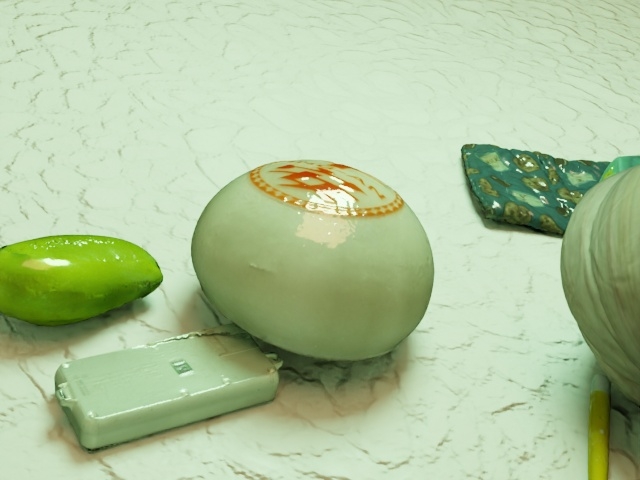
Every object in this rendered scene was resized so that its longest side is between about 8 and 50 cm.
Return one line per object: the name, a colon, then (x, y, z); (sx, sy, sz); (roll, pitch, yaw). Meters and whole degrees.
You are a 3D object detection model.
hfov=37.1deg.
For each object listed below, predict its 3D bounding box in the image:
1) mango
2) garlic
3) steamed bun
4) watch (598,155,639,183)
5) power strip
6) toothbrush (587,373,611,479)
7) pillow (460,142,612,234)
mango: (-0.221, 0.038, 0.863); (0.165, 0.074, 0.091); (2, 25, -37)
garlic: (0.357, 0.045, 0.834); (0.317, 0.317, 0.259); (12, 69, 1)
steamed bun: (0.000, 0.000, 0.889); (0.231, 0.145, 0.232); (16, 22, -7)
watch: (0.417, -0.011, 1.120); (0.195, 0.068, 0.237); (26, 36, -2)
power strip: (-0.127, 0.117, 0.801); (0.192, 0.035, 0.081); (-11, 37, -31)
toothbrush: (0.233, 0.202, 0.800); (0.021, 0.024, 0.288); (19, 31, 7)
pillow: (0.309, -0.062, 1.225); (0.255, 0.034, 0.189); (9, 34, -9)
